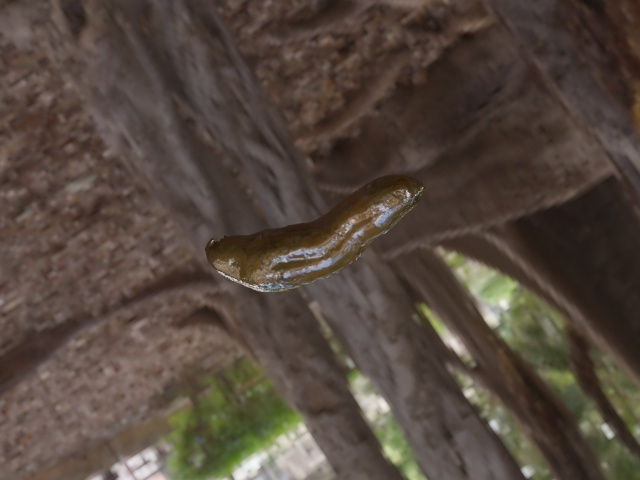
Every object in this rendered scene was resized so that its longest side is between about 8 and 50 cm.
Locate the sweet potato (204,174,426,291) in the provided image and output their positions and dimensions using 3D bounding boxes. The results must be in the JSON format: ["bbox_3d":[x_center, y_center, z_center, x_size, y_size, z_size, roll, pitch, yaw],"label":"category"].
[{"bbox_3d":[0.002,0.001,1.004,0.182,0.054,0.053,-22,142,23],"label":"sweet potato"}]
